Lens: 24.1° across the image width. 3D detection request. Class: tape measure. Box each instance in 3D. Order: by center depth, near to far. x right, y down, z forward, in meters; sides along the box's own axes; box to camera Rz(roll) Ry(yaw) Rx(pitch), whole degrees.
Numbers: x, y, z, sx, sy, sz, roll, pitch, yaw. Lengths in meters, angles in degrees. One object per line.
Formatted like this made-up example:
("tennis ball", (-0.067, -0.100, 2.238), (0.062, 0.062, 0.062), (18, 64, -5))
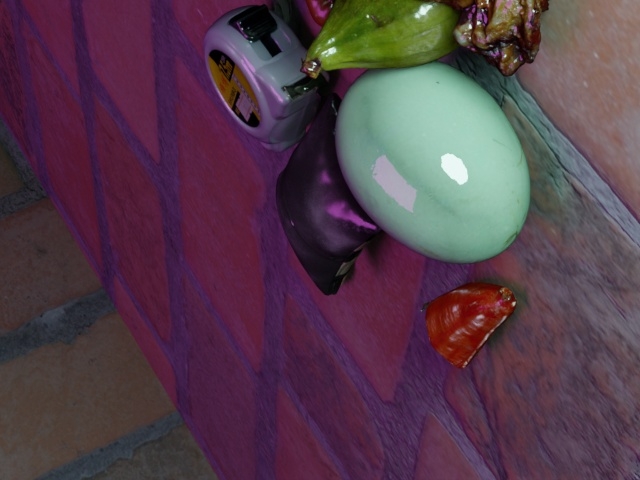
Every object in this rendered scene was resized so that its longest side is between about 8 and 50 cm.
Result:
("tape measure", (-0.066, -0.215, 1.884), (0.178, 0.105, 0.196), (55, 161, 6))

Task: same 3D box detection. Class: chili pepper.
("chili pepper", (0.176, 0.084, 1.668), (0.088, 0.065, 0.169), (62, 157, 7))

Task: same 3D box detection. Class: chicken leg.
("chicken leg", (0.116, -0.291, 1.275), (0.177, 0.083, 0.323), (8, 127, 35))

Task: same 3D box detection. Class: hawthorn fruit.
("hawthorn fruit", (0.022, -0.269, 1.627), (0.093, 0.081, 0.081), (-68, -42, -75))

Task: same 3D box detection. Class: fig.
("fig", (0.063, -0.216, 1.425), (0.133, 0.185, 0.126), (56, -170, 3))

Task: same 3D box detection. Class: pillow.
("pillow", (0.010, -0.052, 1.866), (0.250, 0.106, 0.186), (123, 130, -65))

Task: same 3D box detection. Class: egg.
("egg", (0.110, -0.078, 1.469), (0.231, 0.168, 0.168), (54, 158, 22))

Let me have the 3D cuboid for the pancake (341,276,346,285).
("pancake", (0.001, 0.000, 2.075), (0.152, 0.025, 0.152), (51, 155, 35))
